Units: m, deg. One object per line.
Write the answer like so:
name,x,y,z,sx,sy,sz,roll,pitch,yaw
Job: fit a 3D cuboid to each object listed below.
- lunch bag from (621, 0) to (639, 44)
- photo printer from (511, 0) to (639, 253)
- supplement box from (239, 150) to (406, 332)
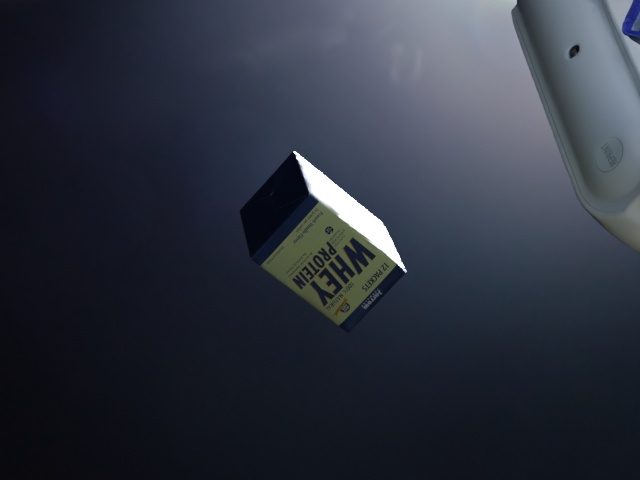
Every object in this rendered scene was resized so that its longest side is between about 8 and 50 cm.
lunch bag,0.274,-0.122,0.761,0.151,0.096,0.129,21,-173,40
photo printer,0.294,-0.082,1.048,0.256,0.107,0.307,21,-142,-29
supplement box,0.000,0.000,0.849,0.056,0.083,0.083,-47,-158,12
